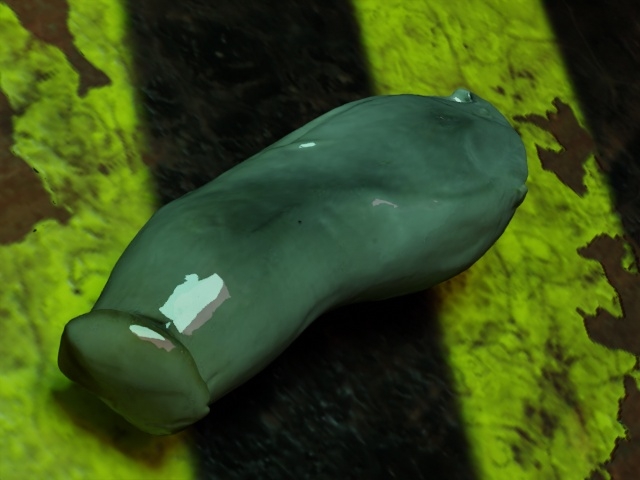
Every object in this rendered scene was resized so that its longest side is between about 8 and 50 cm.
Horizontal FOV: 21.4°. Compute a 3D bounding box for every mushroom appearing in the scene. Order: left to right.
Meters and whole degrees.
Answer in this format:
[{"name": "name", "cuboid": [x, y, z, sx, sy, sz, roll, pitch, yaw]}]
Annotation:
[{"name": "mushroom", "cuboid": [-0.002, -0.001, 0.874, 0.109, 0.097, 0.351, 48, 43, 14]}]
